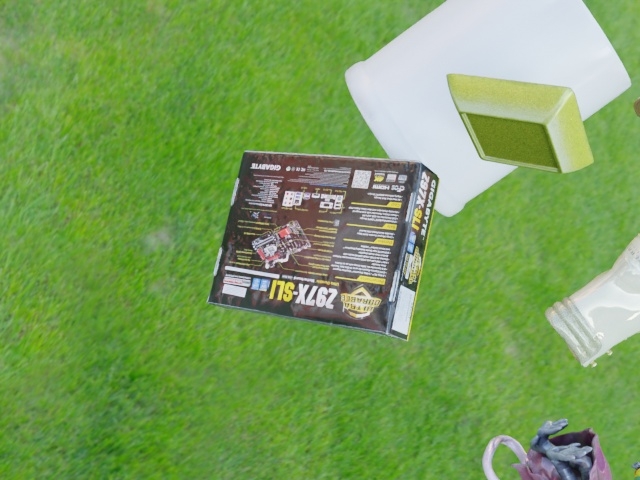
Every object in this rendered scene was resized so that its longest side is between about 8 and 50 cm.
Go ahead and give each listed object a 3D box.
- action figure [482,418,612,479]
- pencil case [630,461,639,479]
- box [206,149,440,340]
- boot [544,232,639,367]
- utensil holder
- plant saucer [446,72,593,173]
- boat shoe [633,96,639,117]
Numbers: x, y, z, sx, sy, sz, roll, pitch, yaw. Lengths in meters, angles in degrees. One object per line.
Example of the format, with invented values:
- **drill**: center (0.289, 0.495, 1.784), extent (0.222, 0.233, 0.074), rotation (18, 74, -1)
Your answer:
- **action figure**: center (0.423, 0.485, 1.385), extent (0.248, 0.276, 0.370), rotation (-30, 98, -53)
- **pencil case**: center (0.645, 0.550, 1.703), extent (0.105, 0.104, 0.236), rotation (23, 64, -22)
- **box**: center (0.000, 0.000, 1.348), extent (0.079, 0.322, 0.257), rotation (25, 74, -58)
- **boot**: center (0.359, 0.086, 1.014), extent (0.213, 0.165, 0.077), rotation (37, 17, -43)
- **utensil holder**: center (0.292, -0.277, 1.553), extent (0.327, 0.386, 0.327), rotation (49, 18, -22)
- **plant saucer**: center (0.282, -0.158, 1.275), extent (0.045, 0.189, 0.188), rotation (-64, 146, -17)
- **boat shoe**: center (0.610, -0.242, 1.482), extent (0.059, 0.170, 0.063), rotation (-42, 111, -33)
